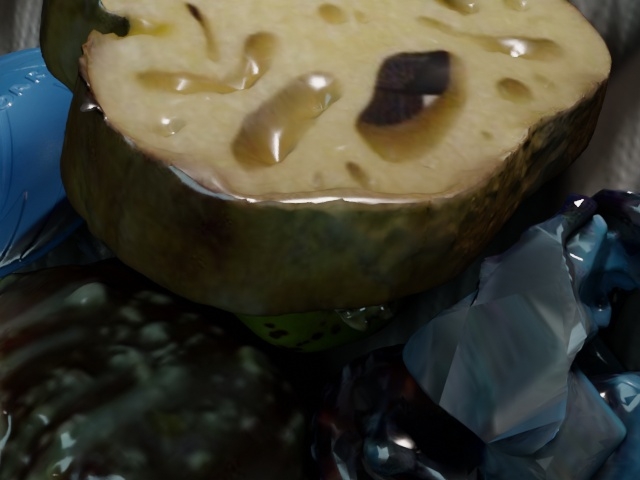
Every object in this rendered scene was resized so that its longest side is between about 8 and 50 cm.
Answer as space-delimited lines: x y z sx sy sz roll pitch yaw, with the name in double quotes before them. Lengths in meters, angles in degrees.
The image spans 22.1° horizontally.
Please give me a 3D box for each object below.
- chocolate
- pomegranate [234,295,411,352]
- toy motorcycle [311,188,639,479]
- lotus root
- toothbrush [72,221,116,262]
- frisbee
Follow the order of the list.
"chocolate" -0.159 0.163 1.186 0.340 0.210 0.225 34 127 28
"pomegranate" 0.000 0.000 1.120 0.180 0.180 0.210 -63 23 16
"toy motorcycle" 0.192 0.084 1.048 0.416 0.172 0.232 -41 78 14
"lotus root" 0.002 -0.117 1.062 0.375 0.390 0.111 3 133 -5
"toothbrush" -0.167 0.025 1.319 0.042 0.035 0.413 -38 69 -12
"frisbee" -0.264 -0.068 1.296 0.242 0.045 0.242 -14 50 17
